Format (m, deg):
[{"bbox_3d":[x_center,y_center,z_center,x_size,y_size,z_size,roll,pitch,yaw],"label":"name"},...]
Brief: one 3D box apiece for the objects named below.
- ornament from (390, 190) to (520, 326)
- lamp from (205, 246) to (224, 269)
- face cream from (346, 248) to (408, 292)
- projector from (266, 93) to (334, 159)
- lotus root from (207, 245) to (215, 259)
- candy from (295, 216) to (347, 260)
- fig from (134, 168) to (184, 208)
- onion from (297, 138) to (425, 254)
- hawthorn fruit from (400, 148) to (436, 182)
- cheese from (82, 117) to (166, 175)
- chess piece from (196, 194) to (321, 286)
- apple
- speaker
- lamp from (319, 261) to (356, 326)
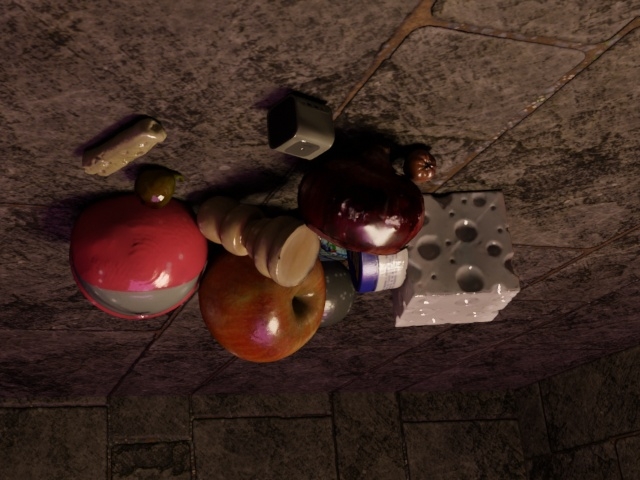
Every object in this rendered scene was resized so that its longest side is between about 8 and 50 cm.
[{"bbox_3d":[0.288,0.045,2.014,0.239,0.240,0.240,-3,159,-6],"label":"ornament"},{"bbox_3d":[-0.210,0.080,2.130,0.136,0.136,0.136,-5,160,-2],"label":"lamp"},{"bbox_3d":[0.120,0.006,1.915,0.111,0.206,0.206,-6,160,-5],"label":"face cream"},{"bbox_3d":[-0.034,-0.192,1.513,0.082,0.083,0.083,12,153,-39],"label":"projector"},{"bbox_3d":[-0.323,0.043,2.069,0.183,0.090,0.077,-23,128,35],"label":"lotus root"},{"bbox_3d":[0.000,0.000,2.067,0.145,0.070,0.275,-6,158,30],"label":"candy"},{"bbox_3d":[-0.310,-0.107,1.710,0.098,0.082,0.084,-42,147,-14],"label":"fig"},{"bbox_3d":[0.081,-0.085,1.685,0.252,0.219,0.252,12,-162,-4],"label":"onion"},{"bbox_3d":[0.182,-0.144,1.744,0.066,0.067,0.103,8,171,-33],"label":"hawthorn fruit"},{"bbox_3d":[-0.349,-0.162,1.572,0.194,0.043,0.065,-22,153,37],"label":"cheese"},{"bbox_3d":[-0.139,-0.013,1.804,0.261,0.143,0.143,23,176,31],"label":"chess piece"},{"bbox_3d":[-0.137,0.118,1.971,0.301,0.302,0.301,-5,160,-2],"label":"apple"},{"bbox_3d":[-0.384,0.024,1.880,0.294,0.294,0.294,-5,160,-2],"label":"speaker"},{"bbox_3d":[-0.062,0.139,2.221,0.313,0.182,0.182,-10,163,-22],"label":"lamp"}]
